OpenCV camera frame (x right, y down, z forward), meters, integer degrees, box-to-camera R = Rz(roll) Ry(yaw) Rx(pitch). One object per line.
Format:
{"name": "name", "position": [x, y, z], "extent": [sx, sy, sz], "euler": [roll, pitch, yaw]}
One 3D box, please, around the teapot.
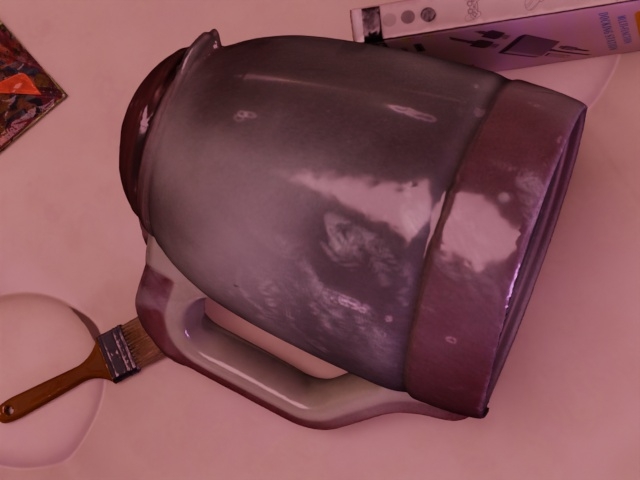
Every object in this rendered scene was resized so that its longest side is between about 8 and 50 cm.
{"name": "teapot", "position": [0.000, 0.000, 1.078], "extent": [0.312, 0.233, 0.315], "euler": [20, 122, 13]}

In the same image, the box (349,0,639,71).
{"name": "box", "position": [0.154, -0.159, 1.107], "extent": [0.247, 0.129, 0.033], "euler": [-7, 79, 15]}

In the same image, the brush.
{"name": "brush", "position": [-0.194, 0.108, 1.219], "extent": [0.170, 0.014, 0.043], "euler": [-28, 72, 10]}

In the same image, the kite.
{"name": "kite", "position": [-0.275, -0.126, 1.287], "extent": [0.125, 0.008, 0.222], "euler": [3, 81, 16]}
